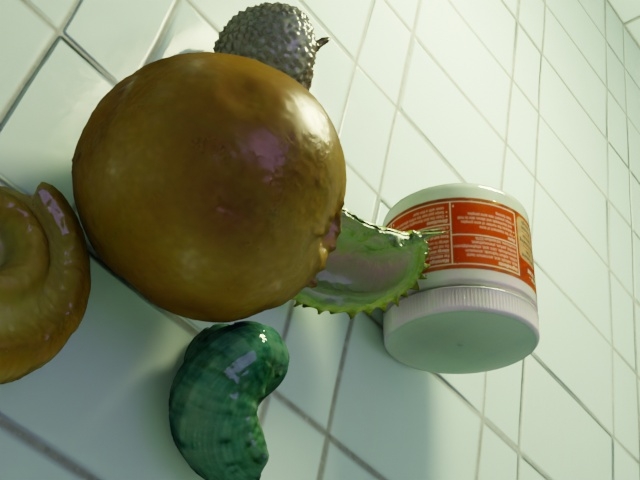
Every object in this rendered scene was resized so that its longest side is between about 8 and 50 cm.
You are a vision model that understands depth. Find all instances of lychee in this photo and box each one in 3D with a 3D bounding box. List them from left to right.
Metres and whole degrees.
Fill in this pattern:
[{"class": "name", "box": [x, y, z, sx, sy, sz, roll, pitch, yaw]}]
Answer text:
[{"class": "lychee", "box": [-0.069, -0.284, 1.447, 0.197, 0.165, 0.165, -7, 74, -20]}]

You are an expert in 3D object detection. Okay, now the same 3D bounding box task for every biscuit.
[{"class": "biscuit", "box": [-0.346, 0.042, 0.975, 0.274, 0.091, 0.213, -18, 84, -57]}]

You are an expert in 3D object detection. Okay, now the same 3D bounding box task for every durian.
[{"class": "durian", "box": [0.000, 0.000, 1.364, 0.352, 0.169, 0.158, 26, 51, -23]}]

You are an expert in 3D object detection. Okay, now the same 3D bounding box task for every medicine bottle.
[{"class": "medicine bottle", "box": [0.227, 0.065, 1.560, 0.252, 0.253, 0.240, 32, 49, -39]}]

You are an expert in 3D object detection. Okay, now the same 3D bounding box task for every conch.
[{"class": "conch", "box": [-0.116, 0.186, 1.159, 0.134, 0.196, 0.202, 18, 36, -7]}]

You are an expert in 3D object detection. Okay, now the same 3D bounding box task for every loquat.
[{"class": "loquat", "box": [-0.126, -0.064, 1.125, 0.328, 0.328, 0.328, 29, 50, -41]}]
